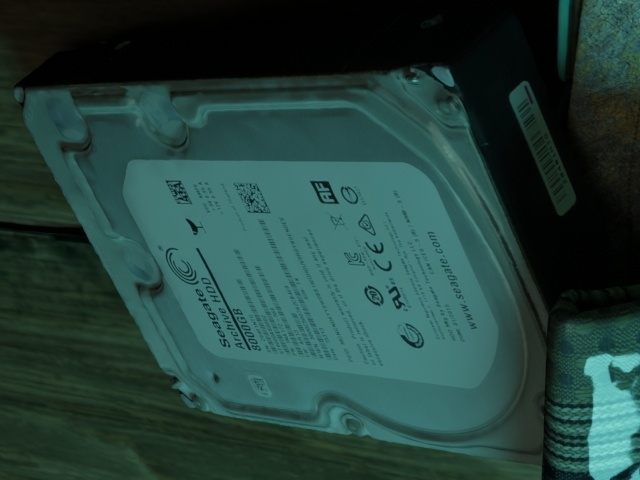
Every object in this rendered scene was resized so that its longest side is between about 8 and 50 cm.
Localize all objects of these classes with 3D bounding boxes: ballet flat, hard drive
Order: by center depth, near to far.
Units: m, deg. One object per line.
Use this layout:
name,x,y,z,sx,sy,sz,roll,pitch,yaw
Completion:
ballet flat,0.161,-0.076,0.880,0.106,0.108,0.316,14,140,12
hard drive,0.000,0.000,0.973,0.339,0.064,0.237,4,128,47

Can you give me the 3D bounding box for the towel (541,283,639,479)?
towel,0.261,0.119,0.906,0.324,0.056,0.312,-11,123,-8
